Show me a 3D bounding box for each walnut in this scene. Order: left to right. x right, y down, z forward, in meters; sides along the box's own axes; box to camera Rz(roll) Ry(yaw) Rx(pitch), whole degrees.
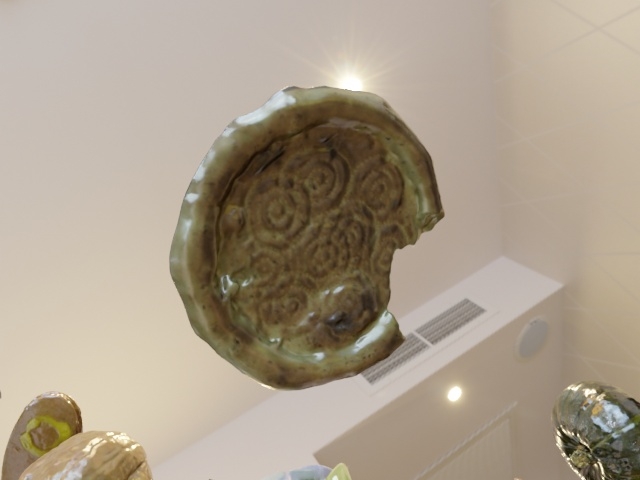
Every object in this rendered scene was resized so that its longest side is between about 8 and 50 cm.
[{"bbox_3d":[-0.197,0.217,0.422,0.124,0.105,0.105,-42,-38,-65],"label":"walnut"}]

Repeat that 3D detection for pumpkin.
[{"bbox_3d":[0.523,0.367,0.928,0.157,0.224,0.224,-23,-58,-14],"label":"pumpkin"}]

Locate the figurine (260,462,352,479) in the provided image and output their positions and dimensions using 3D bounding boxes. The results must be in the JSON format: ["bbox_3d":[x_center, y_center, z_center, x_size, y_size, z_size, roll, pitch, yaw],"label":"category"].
[{"bbox_3d":[0.005,0.195,0.266,0.184,0.208,0.129,-23,-88,-64],"label":"figurine"}]

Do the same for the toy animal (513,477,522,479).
[{"bbox_3d":[0.334,0.514,0.857,0.099,0.241,0.057,9,-52,4],"label":"toy animal"}]

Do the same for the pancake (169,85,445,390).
[{"bbox_3d":[0.000,0.000,0.381,0.211,0.029,0.235,13,-88,-26],"label":"pancake"}]

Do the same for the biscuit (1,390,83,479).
[{"bbox_3d":[-0.482,0.450,1.011,0.277,0.052,0.262,16,-88,-11],"label":"biscuit"}]

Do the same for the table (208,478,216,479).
[{"bbox_3d":[-0.075,0.266,0.449,0.083,0.070,0.082,46,-125,-48],"label":"table"}]
